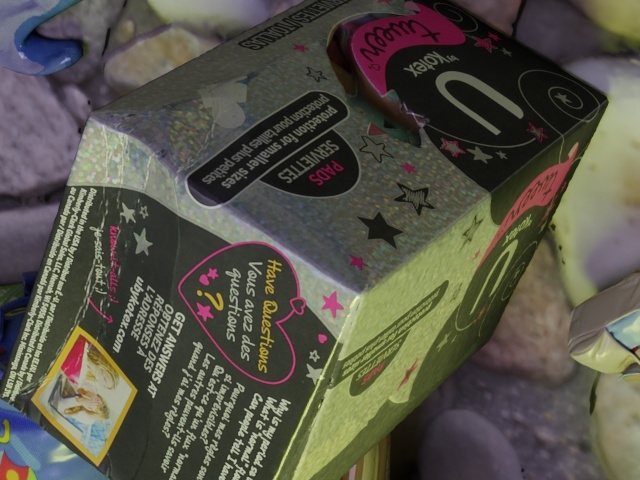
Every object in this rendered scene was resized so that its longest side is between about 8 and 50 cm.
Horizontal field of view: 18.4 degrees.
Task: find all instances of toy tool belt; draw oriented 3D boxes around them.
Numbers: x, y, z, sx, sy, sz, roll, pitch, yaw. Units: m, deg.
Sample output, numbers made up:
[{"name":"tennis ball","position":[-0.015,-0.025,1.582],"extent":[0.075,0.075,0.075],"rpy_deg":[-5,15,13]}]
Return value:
[{"name":"toy tool belt","position":[0.160,0.040,0.936],"extent":[0.051,0.052,0.083],"rpy_deg":[34,136,-24]}]

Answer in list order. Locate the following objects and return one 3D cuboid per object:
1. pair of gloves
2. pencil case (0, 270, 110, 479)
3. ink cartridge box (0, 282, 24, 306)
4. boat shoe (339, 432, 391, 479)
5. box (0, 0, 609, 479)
[{"name":"pair of gloves","position":[-0.204,-0.170,1.088],"extent":[0.159,0.023,0.198],"rpy_deg":[-30,92,38]},{"name":"pencil case","position":[-0.159,0.176,1.091],"extent":[0.133,0.119,0.306],"rpy_deg":[12,111,1]},{"name":"ink cartridge box","position":[-0.155,0.109,1.160],"extent":[0.235,0.056,0.171],"rpy_deg":[-11,106,14]},{"name":"boat shoe","position":[-0.022,0.186,1.074],"extent":[0.121,0.110,0.341],"rpy_deg":[39,130,27]},{"name":"box","position":[0.000,0.000,0.889],"extent":[0.142,0.247,0.163],"rpy_deg":[33,125,14]}]
